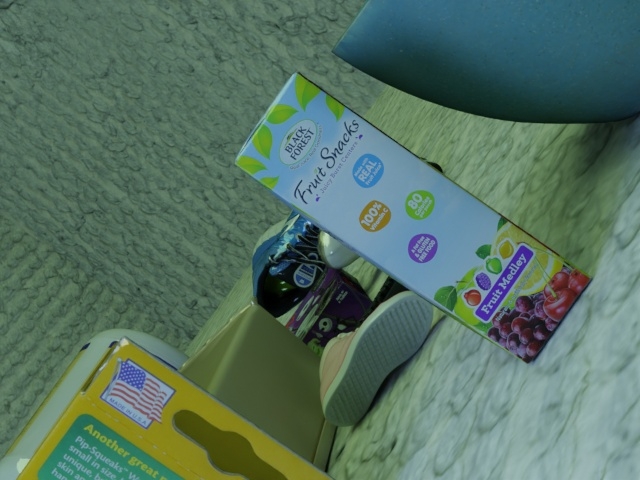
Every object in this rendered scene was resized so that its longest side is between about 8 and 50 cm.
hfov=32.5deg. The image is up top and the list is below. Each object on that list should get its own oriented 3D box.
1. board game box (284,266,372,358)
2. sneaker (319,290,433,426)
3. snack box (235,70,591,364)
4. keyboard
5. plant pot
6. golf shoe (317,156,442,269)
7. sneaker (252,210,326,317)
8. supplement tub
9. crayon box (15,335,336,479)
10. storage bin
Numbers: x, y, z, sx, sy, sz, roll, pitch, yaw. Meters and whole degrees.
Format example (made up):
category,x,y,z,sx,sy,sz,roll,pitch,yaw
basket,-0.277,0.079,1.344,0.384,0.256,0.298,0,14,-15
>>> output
category,x,y,z,sx,sy,sz,roll,pitch,yaw
board game box,-0.064,0.186,1.276,0.346,0.056,0.208,-55,1,2
sneaker,0.040,0.084,0.906,0.134,0.051,0.070,-57,20,20
snack box,0.046,-0.017,0.697,0.070,0.207,0.174,-55,5,1
keyboard,0.082,0.026,1.034,0.108,0.023,0.180,-48,5,49
plant pot,0.169,-0.192,0.756,0.290,0.195,0.290,-54,6,8
golf shoe,0.068,-0.038,1.277,0.086,0.067,0.186,-4,38,52
sneaker,0.000,0.000,1.577,0.330,0.130,0.147,-54,19,39
supplement tub,-0.308,0.315,1.545,0.331,0.241,0.241,-59,7,-36
crayon box,-0.126,0.219,0.777,0.323,0.203,0.083,-52,6,22
storage bin,-0.119,0.216,0.974,0.260,0.123,0.262,-45,9,21
